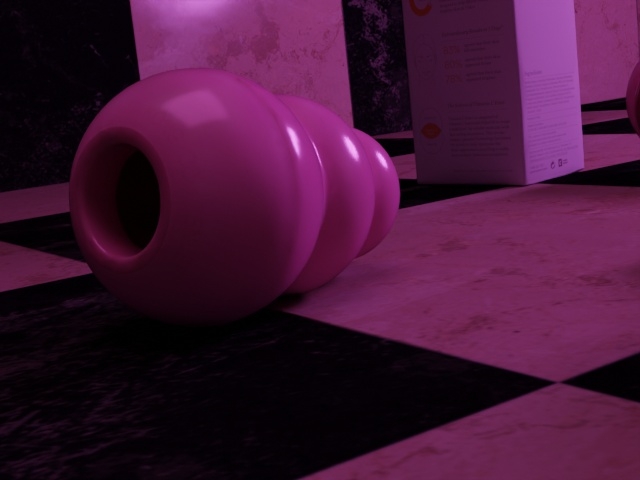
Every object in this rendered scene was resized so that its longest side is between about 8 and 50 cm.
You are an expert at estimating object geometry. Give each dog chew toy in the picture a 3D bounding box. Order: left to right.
[{"bbox_3d":[-0.050,-0.038,0.851,0.206,0.207,0.331,1,3,36],"label":"dog chew toy"}]

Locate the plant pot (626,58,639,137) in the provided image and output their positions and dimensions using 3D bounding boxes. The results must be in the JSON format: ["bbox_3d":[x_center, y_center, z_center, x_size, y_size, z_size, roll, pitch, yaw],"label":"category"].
[{"bbox_3d":[0.547,-0.180,1.366,0.201,0.201,0.180,-5,25,4],"label":"plant pot"}]

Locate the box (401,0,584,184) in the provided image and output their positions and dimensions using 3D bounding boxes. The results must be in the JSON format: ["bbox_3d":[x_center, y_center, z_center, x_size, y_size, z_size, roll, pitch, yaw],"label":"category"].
[{"bbox_3d":[0.268,-0.268,1.538,0.168,0.346,0.215,-15,13,-42],"label":"box"}]
